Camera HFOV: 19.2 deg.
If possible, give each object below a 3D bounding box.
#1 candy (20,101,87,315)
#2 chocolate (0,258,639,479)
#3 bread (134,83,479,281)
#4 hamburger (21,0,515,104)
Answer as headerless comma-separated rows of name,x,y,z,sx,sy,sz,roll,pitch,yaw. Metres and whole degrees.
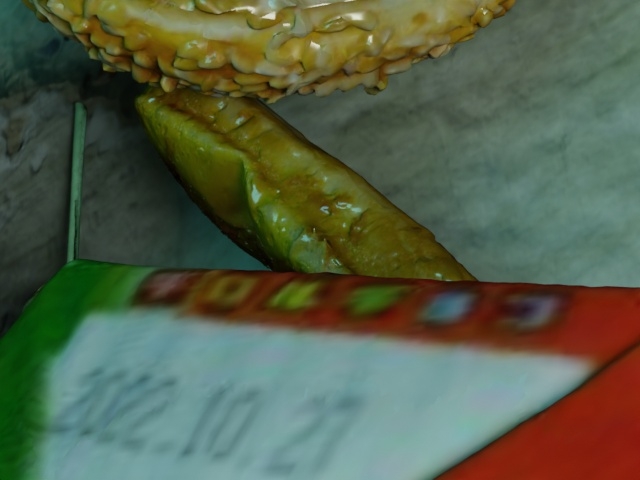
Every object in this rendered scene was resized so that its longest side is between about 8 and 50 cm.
candy,-0.151,-0.007,1.166,0.061,0.061,0.202,-27,47,30
chocolate,0.065,0.155,0.702,0.341,0.360,0.161,2,60,41
bread,0.001,-0.001,0.962,0.077,0.139,0.271,-47,48,1
hamburger,-0.029,-0.234,0.960,0.330,0.250,0.330,-4,51,5
